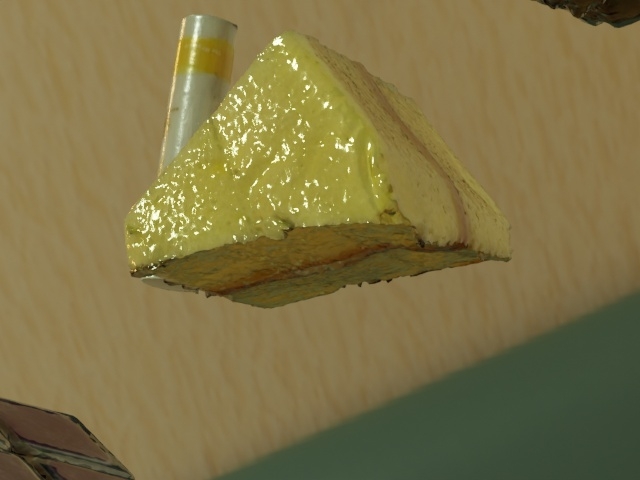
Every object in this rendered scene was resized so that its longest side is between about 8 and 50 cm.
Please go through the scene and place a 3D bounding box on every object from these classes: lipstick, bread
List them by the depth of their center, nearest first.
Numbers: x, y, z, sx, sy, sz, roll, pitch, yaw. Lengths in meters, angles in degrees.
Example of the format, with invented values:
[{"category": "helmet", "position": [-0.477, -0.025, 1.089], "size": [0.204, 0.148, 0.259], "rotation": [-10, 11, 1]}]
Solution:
[{"category": "bread", "position": [0.000, 0.000, 1.381], "size": [0.236, 0.263, 0.198], "rotation": [-42, 64, 15]}, {"category": "lipstick", "position": [-0.124, -0.082, 1.599], "size": [0.059, 0.264, 0.059], "rotation": [7, -13, 2]}]

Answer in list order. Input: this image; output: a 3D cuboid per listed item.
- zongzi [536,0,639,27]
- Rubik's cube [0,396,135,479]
[{"category": "zongzi", "position": [0.144, -0.266, 1.025], "size": [0.356, 0.174, 0.393], "rotation": [49, 23, 22]}, {"category": "Rubik's cube", "position": [-0.168, 0.194, 0.572], "size": [0.319, 0.319, 0.264], "rotation": [-14, 47, 4]}]
